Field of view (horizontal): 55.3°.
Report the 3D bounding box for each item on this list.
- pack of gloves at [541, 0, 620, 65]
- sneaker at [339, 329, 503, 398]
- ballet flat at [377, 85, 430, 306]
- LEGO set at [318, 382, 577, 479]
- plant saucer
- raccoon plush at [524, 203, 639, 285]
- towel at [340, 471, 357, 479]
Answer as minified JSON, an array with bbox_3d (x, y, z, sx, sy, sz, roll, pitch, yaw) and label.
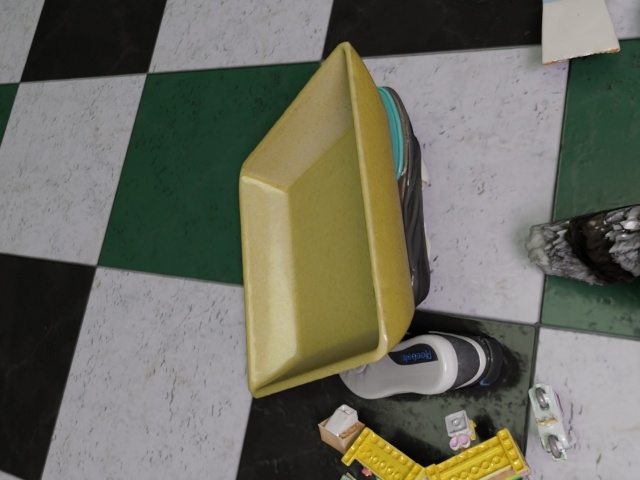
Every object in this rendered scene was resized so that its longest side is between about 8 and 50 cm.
[{"bbox_3d":[0.363,-0.309,0.733,0.195,0.046,0.232,-7,61,24],"label":"pack of gloves"},{"bbox_3d":[0.117,0.141,0.700,0.217,0.121,0.079,-12,77,60],"label":"sneaker"},{"bbox_3d":[0.090,-0.048,0.755,0.095,0.096,0.281,-11,74,40],"label":"ballet flat"},{"bbox_3d":[0.132,0.248,0.664,0.287,0.107,0.132,-16,40,29],"label":"LEGO set"},{"bbox_3d":[0.000,0.000,0.725,0.333,0.080,0.333,-36,55,56],"label":"plant saucer"},{"bbox_3d":[0.399,0.093,0.500,0.216,0.446,0.299,-13,89,-17],"label":"raccoon plush"},{"bbox_3d":[0.030,0.328,0.723,0.060,0.009,0.083,32,91,31],"label":"towel"}]
